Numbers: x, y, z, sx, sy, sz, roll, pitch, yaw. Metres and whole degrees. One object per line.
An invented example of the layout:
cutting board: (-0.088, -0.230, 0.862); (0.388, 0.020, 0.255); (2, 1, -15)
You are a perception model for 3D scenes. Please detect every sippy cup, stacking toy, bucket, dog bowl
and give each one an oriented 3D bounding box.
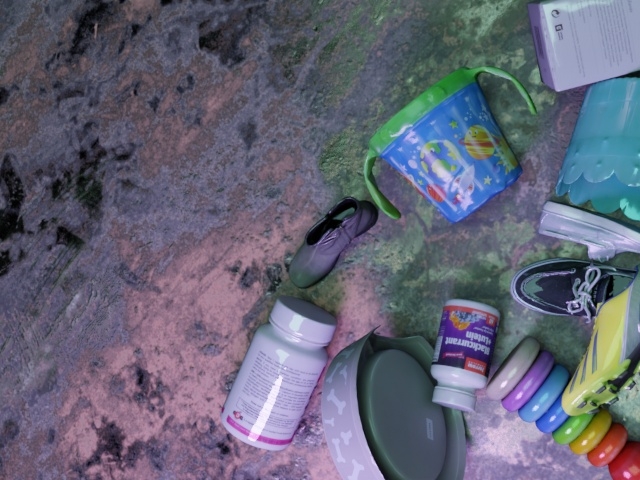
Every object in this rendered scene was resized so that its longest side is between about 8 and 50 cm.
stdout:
sippy cup: (0.246, -0.163, 1.524); (0.224, 0.240, 0.305); (52, 146, 3)
stacking toy: (0.468, 0.324, 1.483); (0.330, 0.141, 0.141); (37, 103, 11)
bucket: (0.545, -0.144, 1.371); (0.281, 0.281, 0.183); (14, 86, 21)
dog bowl: (0.134, 0.329, 1.503); (0.102, 0.348, 0.349); (-22, 82, 34)

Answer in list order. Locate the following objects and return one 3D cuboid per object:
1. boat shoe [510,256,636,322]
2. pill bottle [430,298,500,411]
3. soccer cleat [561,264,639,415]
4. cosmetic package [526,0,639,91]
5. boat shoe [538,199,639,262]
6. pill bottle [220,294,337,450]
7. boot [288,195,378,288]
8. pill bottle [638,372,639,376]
boat shoe: (0.493, 0.095, 1.475); (0.306, 0.105, 0.113); (9, 93, 21)
pill bottle: (0.267, 0.215, 1.536); (0.108, 0.108, 0.194); (8, 75, 21)
soccer cleat: (0.498, 0.172, 1.394); (0.289, 0.093, 0.121); (-57, 46, 16)
cosmetic package: (0.546, -0.374, 1.362); (0.365, 0.197, 0.155); (-12, 104, 12)
boat shoe: (0.507, -0.004, 1.492); (0.227, 0.079, 0.081); (22, 105, 26)
pill bottle: (-0.081, 0.266, 1.673); (0.160, 0.160, 0.283); (27, 100, 19)
boot: (0.000, 0.000, 1.640); (0.246, 0.161, 0.083); (-46, 74, 15)
pill bottle: (0.621, 0.251, 1.423); (0.108, 0.108, 0.180); (-24, 81, 20)
